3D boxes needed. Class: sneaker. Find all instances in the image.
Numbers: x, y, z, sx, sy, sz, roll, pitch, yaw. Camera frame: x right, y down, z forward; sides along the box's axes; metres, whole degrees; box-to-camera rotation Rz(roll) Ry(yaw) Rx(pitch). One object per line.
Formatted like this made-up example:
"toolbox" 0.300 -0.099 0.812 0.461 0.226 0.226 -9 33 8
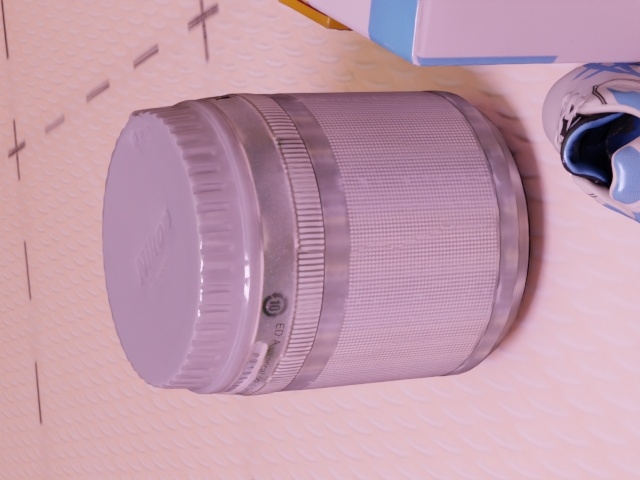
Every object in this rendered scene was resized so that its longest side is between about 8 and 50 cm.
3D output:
"sneaker" 0.181 -0.069 1.073 0.237 0.086 0.085 -128 46 -71

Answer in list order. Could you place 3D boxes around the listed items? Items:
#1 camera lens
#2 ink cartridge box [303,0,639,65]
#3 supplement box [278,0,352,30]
"camera lens" 0.000 0.000 1.255 0.219 0.274 0.219 13 105 62
"ink cartridge box" 0.092 -0.245 1.130 0.270 0.198 0.197 38 127 55
"supplement box" 0.028 -0.275 1.384 0.104 0.081 0.188 38 127 57
